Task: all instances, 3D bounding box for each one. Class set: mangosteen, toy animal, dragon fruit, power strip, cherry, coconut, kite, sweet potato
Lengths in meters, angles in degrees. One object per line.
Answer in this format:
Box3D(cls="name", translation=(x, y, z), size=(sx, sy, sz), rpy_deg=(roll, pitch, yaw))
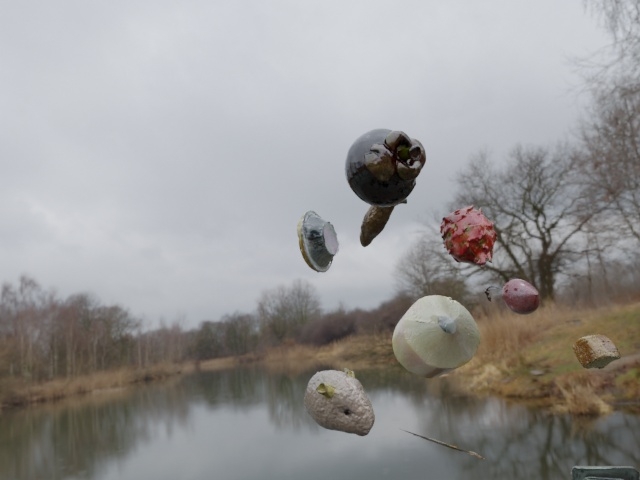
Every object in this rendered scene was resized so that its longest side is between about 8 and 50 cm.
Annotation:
Box3D(cls="mangosteen", translation=(0.180, -0.202, 1.344), size=(0.211, 0.212, 0.250), rpy_deg=(-1, -13, -29))
Box3D(cls="toy animal", translation=(0.055, 0.584, 1.883), size=(0.188, 0.227, 0.358), rpy_deg=(-24, 6, -42))
Box3D(cls="dragon fruit", translation=(0.572, -0.003, 1.952), size=(0.205, 0.268, 0.210), rpy_deg=(-20, -37, -4))
Box3D(cls="power strip", translation=(0.942, 0.847, 1.676), size=(0.212, 0.199, 0.064), rpy_deg=(-5, -2, 13))
Box3D(cls="cherry", translation=(0.558, 0.165, 1.484), size=(0.107, 0.090, 0.225), rpy_deg=(40, -11, -2))
Box3D(cls="coconut", translation=(0.352, 0.292, 1.572), size=(0.238, 0.239, 0.244), rpy_deg=(-4, -24, -15))
Box3D(cls="kite", translation=(0.446, 0.760, 1.922), size=(0.327, 0.013, 0.377), rpy_deg=(19, -17, -5))
Box3D(cls="sweet potato", translation=(0.220, -0.093, 1.936), size=(0.114, 0.092, 0.342), rpy_deg=(-22, -33, -52))

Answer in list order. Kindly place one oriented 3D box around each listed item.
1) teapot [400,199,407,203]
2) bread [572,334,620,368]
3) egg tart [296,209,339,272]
Box3D(cls="teapot", translation=(0.312, -0.160, 2.140), size=(0.110, 0.043, 0.043), rpy_deg=(-13, -7, -23))
Box3D(cls="bread", translation=(0.697, 0.278, 1.292), size=(0.083, 0.070, 0.077), rpy_deg=(1, -38, -19))
Box3D(cls="egg tart", translation=(0.000, 0.000, 1.845), size=(0.094, 0.234, 0.234), rpy_deg=(-13, -12, 26))
